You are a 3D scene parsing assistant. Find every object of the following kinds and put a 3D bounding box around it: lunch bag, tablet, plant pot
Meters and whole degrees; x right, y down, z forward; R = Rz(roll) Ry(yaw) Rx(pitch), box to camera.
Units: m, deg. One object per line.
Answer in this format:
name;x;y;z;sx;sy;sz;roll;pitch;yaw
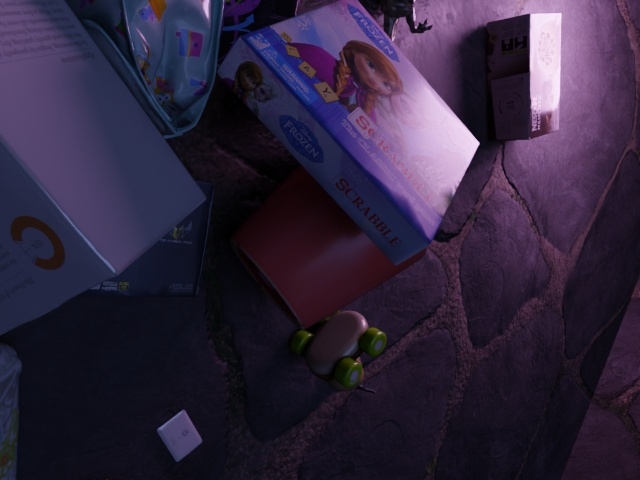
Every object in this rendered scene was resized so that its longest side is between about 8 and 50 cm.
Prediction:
lunch bag;-0.228;-0.255;0.542;0.160;0.224;0.261;-10;106;-48
tablet;-0.245;0.342;0.798;0.054;0.006;0.083;-33;119;-29
plant pot;0.000;0.000;0.775;0.243;0.275;0.274;-38;121;-14

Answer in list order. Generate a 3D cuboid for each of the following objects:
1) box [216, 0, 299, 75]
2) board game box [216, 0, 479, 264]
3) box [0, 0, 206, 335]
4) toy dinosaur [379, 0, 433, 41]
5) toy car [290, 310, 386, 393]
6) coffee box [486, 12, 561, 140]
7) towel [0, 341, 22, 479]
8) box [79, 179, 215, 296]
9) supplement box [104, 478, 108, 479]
box;-0.099;-0.332;0.717;0.116;0.029;0.161;10;95;0
board game box;0.072;-0.177;0.641;0.318;0.066;0.318;46;43;-8
box;-0.318;-0.107;0.431;0.345;0.215;0.168;57;28;-17
toy dinosaur;0.165;-0.474;0.927;0.118;0.064;0.267;-13;109;-30
toy car;0.056;0.248;0.936;0.149;0.155;0.188;-46;133;-22
coffee box;0.531;-0.421;1.191;0.168;0.119;0.296;-20;111;-36
towel;-0.455;0.329;0.457;0.090;0.320;0.373;9;99;3
box;-0.281;-0.013;0.659;0.233;0.059;0.183;8;94;-39
supplement box;-0.322;0.502;0.647;0.129;0.194;0.191;-17;110;-35
